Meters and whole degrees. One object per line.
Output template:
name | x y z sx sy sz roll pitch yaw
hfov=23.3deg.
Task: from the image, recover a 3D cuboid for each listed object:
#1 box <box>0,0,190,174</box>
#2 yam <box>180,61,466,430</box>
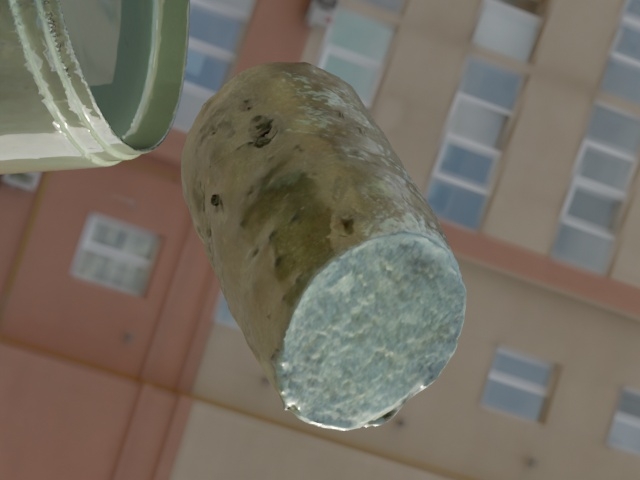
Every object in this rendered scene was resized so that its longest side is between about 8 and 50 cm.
box | -0.154 -0.137 0.648 0.226 0.149 0.226 -4 90 -81
yam | 0.000 0.000 0.732 0.107 0.107 0.194 -66 -154 22
